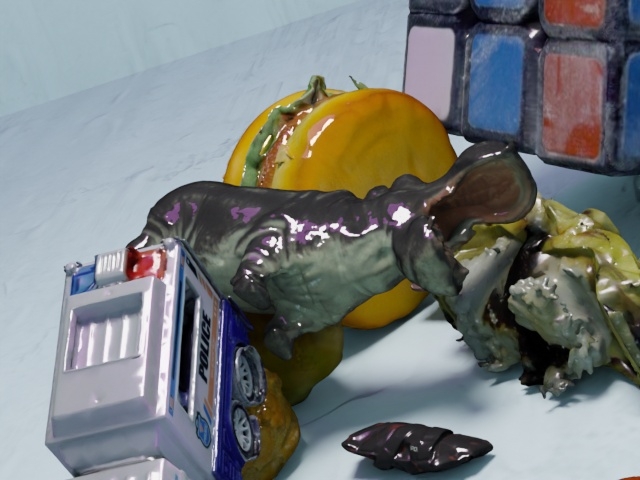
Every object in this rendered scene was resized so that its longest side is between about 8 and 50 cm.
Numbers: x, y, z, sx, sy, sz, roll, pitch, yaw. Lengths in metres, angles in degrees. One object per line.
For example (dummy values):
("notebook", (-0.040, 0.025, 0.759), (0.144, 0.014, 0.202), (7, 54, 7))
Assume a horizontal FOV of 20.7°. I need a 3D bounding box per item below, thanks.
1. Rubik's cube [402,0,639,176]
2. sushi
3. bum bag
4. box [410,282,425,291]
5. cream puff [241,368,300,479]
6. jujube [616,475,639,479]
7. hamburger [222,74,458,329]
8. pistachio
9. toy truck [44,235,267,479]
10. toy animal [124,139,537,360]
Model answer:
("Rubik's cube", (0.306, -0.250, 1.628), (0.363, 0.362, 0.359), (-4, 12, -25))
("sushi", (0.180, 0.040, 1.390), (0.131, 0.139, 0.291), (-33, 21, -15))
("bum bag", (0.069, 0.155, 1.323), (0.124, 0.034, 0.058), (-2, 10, 44))
("box", (0.135, 0.025, 1.582), (0.063, 0.060, 0.084), (23, -17, -40))
("cream puff", (-0.085, 0.147, 1.405), (0.126, 0.103, 0.144), (-14, 24, 15))
("jujube", (0.146, 0.202, 0.987), (0.176, 0.109, 0.112), (-26, -20, 9))
("hamburger", (0.005, -0.036, 1.633), (0.246, 0.246, 0.170), (-32, 27, -35))
("pistachio", (-0.064, 0.090, 1.523), (0.189, 0.100, 0.110), (-15, 48, 17))
("toy truck", (-0.124, 0.145, 1.236), (0.124, 0.155, 0.268), (-15, 46, 16))
("toy animal", (0.000, 0.011, 1.404), (0.343, 0.106, 0.168), (-6, 39, 26))
